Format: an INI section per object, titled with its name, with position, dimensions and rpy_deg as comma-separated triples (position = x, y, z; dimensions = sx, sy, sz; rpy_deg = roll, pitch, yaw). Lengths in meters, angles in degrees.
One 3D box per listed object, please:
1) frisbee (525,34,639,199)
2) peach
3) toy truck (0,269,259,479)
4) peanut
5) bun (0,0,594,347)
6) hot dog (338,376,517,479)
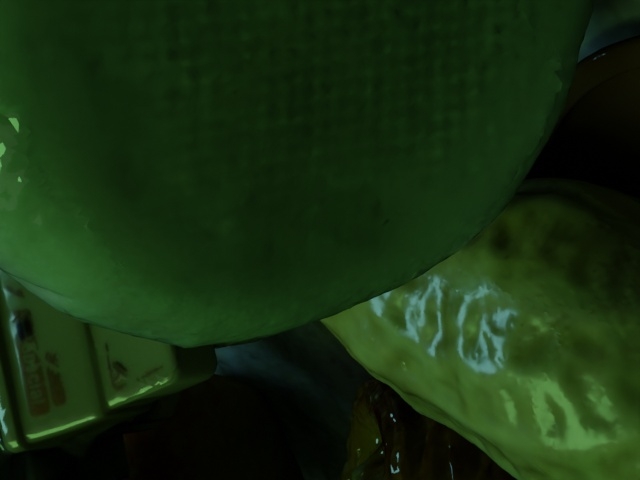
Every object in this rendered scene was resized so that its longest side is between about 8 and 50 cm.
[frisbee]
position = 0.202, 0.010, 0.647
dimensions = 0.251, 0.021, 0.251
rpy_deg = 33, 148, 24
[peach]
position = -0.101, 0.206, 1.098
dimensions = 0.232, 0.232, 0.232
rpy_deg = 33, 148, 23
[toy truck]
position = -0.147, 0.113, 0.917
dimensions = 0.254, 0.180, 0.405
rpy_deg = -19, 77, 27
[peanut]
position = 0.084, 0.022, 0.671
dimensions = 0.305, 0.147, 0.147
rpy_deg = 29, 147, 36
[bun]
position = -0.041, -0.112, 0.558
dimensions = 0.187, 0.293, 0.293
rpy_deg = 38, 156, 54
[hot dog]
position = 0.144, 0.236, 0.826
dimensions = 0.387, 0.174, 0.267
rpy_deg = 51, -174, -10
